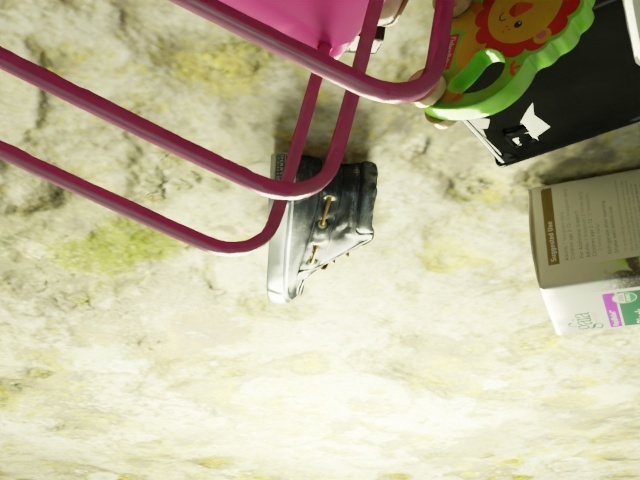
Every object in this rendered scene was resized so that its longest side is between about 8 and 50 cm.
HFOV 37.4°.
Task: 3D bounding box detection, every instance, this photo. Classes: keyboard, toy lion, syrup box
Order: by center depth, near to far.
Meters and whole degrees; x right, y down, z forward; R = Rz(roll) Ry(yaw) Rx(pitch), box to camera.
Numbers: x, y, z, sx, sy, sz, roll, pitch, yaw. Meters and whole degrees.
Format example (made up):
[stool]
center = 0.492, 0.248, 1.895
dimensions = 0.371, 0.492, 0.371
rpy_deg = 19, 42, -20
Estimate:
[toy lion]
center = 0.104, -0.114, 0.533
dimensions = 0.096, 0.100, 0.034
rpy_deg = 1, 154, 40
[keyboard]
center = 0.244, -0.115, 0.587
dimensions = 0.317, 0.033, 0.201
rpy_deg = -18, 143, 31
[syrup box]
center = 0.284, 0.000, 0.716
dimensions = 0.237, 0.096, 0.093
rpy_deg = -10, 148, 18

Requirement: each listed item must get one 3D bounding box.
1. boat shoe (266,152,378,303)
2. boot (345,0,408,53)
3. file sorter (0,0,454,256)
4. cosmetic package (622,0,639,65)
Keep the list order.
[boat shoe]
center = 0.000, 0.000, 0.759
dimensions = 0.083, 0.065, 0.183
rpy_deg = 4, 149, -1
[boot]
center = 0.004, -0.147, 0.536
dimensions = 0.087, 0.042, 0.118
rpy_deg = 14, 145, -11
[file sorter]
center = -0.028, -0.148, 0.359
dimensions = 0.202, 0.182, 0.290
rpy_deg = 25, 143, -16
[cosmetic package]
center = 0.238, -0.173, 0.395
dimensions = 0.238, 0.127, 0.107
rpy_deg = -11, 148, 17
